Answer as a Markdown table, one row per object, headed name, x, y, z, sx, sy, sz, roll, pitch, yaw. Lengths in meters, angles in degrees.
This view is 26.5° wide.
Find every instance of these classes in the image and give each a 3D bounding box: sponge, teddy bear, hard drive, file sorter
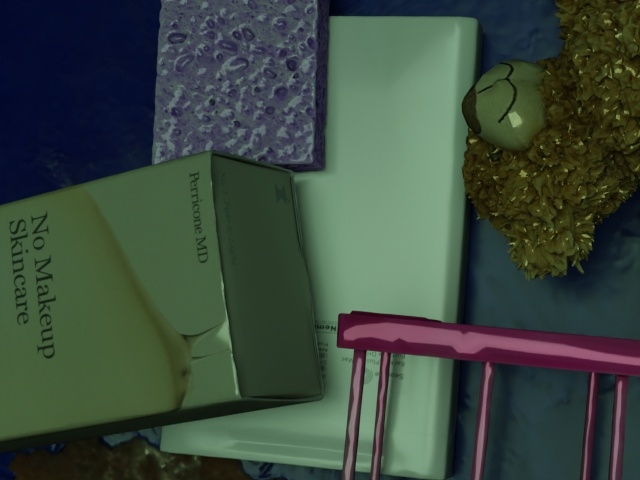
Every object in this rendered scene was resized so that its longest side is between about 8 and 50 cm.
| name | x | y | z | sx | sy | sz | roll | pitch | yaw |
| --- | --- | --- | --- | --- | --- | --- | --- | --- | --- |
| sponge | -0.053 | -0.150 | 0.931 | 0.117 | 0.031 | 0.210 | 0 | 84 | 17 |
| teddy bear | 0.204 | -0.126 | 0.793 | 0.338 | 0.113 | 0.245 | -25 | 63 | 37 |
| hard drive | 0.000 | 0.000 | 0.937 | 0.203 | 0.040 | 0.307 | 3 | 85 | 17 |
| file sorter | 0.157 | 0.144 | 0.770 | 0.291 | 0.202 | 0.182 | 5 | 87 | 7 |

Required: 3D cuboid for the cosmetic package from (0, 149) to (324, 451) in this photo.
| name | x | y | z | sx | sy | sz | roll | pitch | yaw |
| --- | --- | --- | --- | --- | --- | --- | --- | --- | --- |
| cosmetic package | -0.165 | 0.053 | 0.914 | 0.310 | 0.113 | 0.160 | -14 | 78 | 27 |
